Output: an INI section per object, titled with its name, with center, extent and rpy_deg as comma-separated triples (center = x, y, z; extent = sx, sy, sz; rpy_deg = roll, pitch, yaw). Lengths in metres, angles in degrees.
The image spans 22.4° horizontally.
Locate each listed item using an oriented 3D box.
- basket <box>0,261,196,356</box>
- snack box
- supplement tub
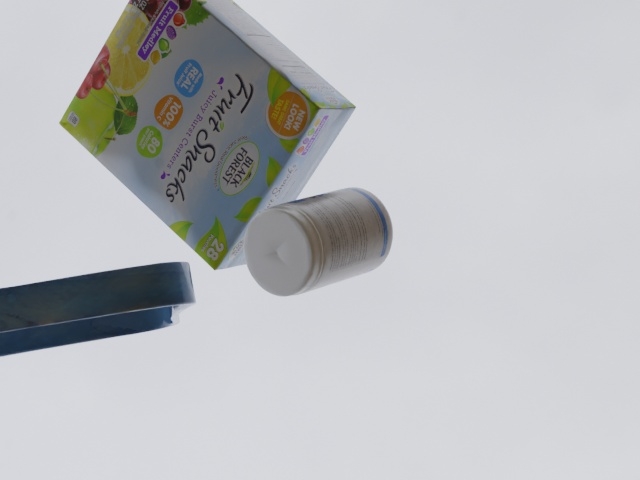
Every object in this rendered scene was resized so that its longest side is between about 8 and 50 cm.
[basket]
center = -0.223, 0.056, 0.968
extent = 0.289, 0.255, 0.201
rpy_deg = -13, -96, -8
[snack box]
center = -0.099, -0.106, 1.370
extent = 0.207, 0.070, 0.174
rpy_deg = 41, -67, 19
[supplement tub]
center = 0.000, 0.000, 1.239
extent = 0.107, 0.071, 0.071
rpy_deg = -15, -91, -52
